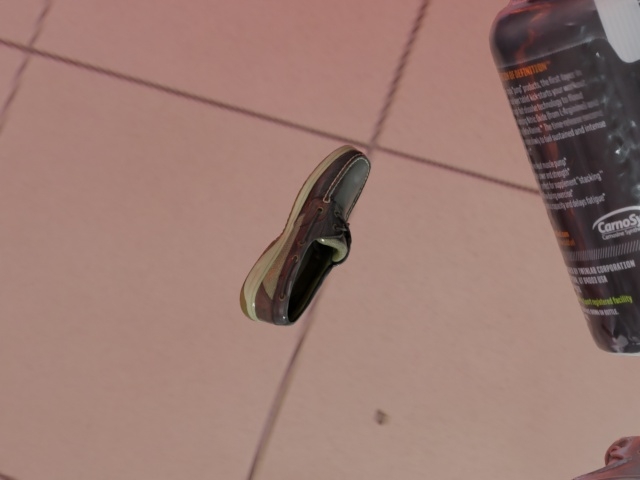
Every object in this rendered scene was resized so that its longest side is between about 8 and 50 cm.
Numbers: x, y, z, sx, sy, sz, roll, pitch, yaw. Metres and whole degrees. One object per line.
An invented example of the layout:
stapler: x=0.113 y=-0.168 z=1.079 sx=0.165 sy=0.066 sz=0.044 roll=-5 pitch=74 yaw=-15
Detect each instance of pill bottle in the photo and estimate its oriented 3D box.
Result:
pill bottle: x=0.170 y=-0.072 z=0.921 sx=0.130 sy=0.130 sz=0.246 roll=-18 pitch=98 yaw=19

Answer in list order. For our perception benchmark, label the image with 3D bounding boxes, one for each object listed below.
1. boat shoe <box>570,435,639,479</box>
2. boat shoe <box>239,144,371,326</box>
boat shoe: x=0.250 y=0.178 z=1.300 sx=0.184 sy=0.066 sz=0.063 roll=-8 pitch=52 yaw=-24
boat shoe: x=0.000 y=0.000 z=1.254 sx=0.049 sy=0.056 sz=0.152 roll=22 pitch=75 yaw=34
